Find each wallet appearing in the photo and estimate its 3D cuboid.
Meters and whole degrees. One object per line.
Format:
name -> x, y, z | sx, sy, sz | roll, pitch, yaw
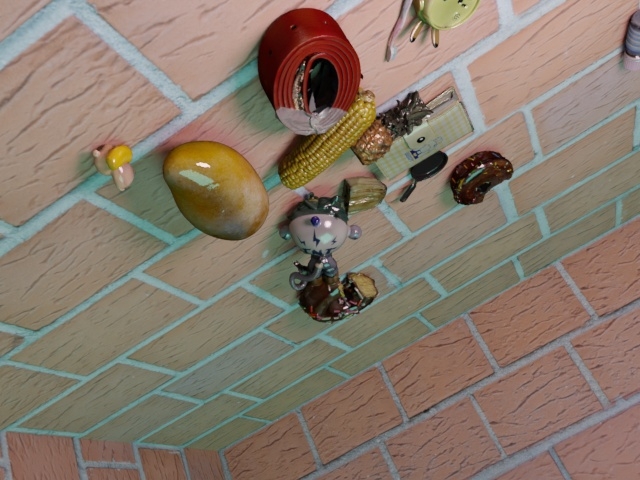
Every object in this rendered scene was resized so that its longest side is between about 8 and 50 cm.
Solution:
wallet -> 0.303, -0.312, 1.871 | 0.310, 0.077, 0.223 | -31, 154, 11

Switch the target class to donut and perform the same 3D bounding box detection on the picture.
donut -> 0.552, -0.224, 2.170 | 0.216, 0.096, 0.230 | 4, 140, -37
donut -> 0.055, 0.235, 2.490 | 0.259, 0.136, 0.345 | -43, 145, 22

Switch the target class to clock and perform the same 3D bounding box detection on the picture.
clock -> 0.300, -0.565, 1.455 | 0.170, 0.069, 0.232 | -3, 144, -34

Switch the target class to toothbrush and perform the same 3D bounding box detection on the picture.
toothbrush -> 0.195, -0.536, 1.472 | 0.027, 0.021, 0.269 | -26, 154, -25

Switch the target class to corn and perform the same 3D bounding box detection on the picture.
corn -> 0.016, -0.270, 1.669 | 0.120, 0.120, 0.363 | 9, 139, -45

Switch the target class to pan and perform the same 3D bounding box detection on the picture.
pan -> 0.334, -0.218, 2.078 | 0.136, 0.028, 0.235 | 3, 137, -39

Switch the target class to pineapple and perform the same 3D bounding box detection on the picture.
pineapple -> 0.191, -0.319, 1.727 | 0.248, 0.128, 0.128 | -35, 150, 5

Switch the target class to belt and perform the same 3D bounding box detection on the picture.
belt -> -0.022, -0.383, 1.456 | 0.227, 0.115, 0.323 | -21, 151, -7

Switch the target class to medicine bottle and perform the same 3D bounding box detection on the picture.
medicine bottle -> 0.979, -0.609, 1.891 | 0.084, 0.083, 0.203 | -27, 149, 2

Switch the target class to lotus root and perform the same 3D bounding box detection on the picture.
lotus root -> 0.138, -0.156, 1.989 | 0.144, 0.070, 0.143 | -9, 141, -20

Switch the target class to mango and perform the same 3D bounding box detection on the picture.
mango -> -0.270, -0.130, 1.584 | 0.222, 0.198, 0.384 | -31, 149, 12

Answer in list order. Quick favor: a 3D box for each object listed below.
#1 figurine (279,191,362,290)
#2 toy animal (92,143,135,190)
figurine -> 0.003, -0.002, 2.015 | 0.261, 0.186, 0.381 | -12, 144, -5
toy animal -> -0.493, -0.182, 1.469 | 0.082, 0.091, 0.114 | 0, 139, 12
